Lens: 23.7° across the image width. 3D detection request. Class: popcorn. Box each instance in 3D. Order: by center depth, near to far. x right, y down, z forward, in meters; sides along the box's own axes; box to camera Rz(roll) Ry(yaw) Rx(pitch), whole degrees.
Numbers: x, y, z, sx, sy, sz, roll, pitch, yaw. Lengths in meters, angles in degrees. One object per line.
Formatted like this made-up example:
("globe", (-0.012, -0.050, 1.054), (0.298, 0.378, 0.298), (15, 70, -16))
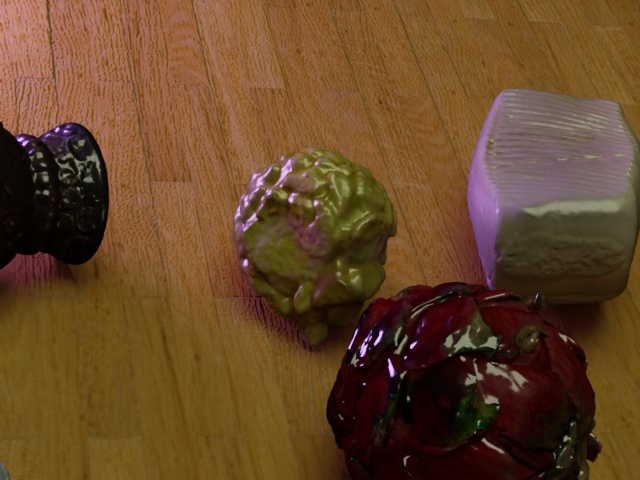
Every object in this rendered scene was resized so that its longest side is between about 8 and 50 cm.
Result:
("popcorn", (0.000, 0.000, 2.061), (0.259, 0.259, 0.212), (29, 27, 19))

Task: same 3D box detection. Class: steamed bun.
("steamed bun", (0.333, -0.042, 2.187), (0.247, 0.236, 0.383), (3, 33, 3))

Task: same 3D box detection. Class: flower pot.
("flower pot", (-0.432, -0.057, 1.972), (0.267, 0.267, 0.266), (-1, 40, -34))

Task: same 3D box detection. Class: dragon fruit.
("dragon fruit", (0.163, 0.196, 1.791), (0.329, 0.329, 0.329), (8, 39, -7))

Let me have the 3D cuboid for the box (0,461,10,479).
("box", (-0.456, 0.260, 1.669), (0.163, 0.135, 0.243), (-18, 48, -34))
